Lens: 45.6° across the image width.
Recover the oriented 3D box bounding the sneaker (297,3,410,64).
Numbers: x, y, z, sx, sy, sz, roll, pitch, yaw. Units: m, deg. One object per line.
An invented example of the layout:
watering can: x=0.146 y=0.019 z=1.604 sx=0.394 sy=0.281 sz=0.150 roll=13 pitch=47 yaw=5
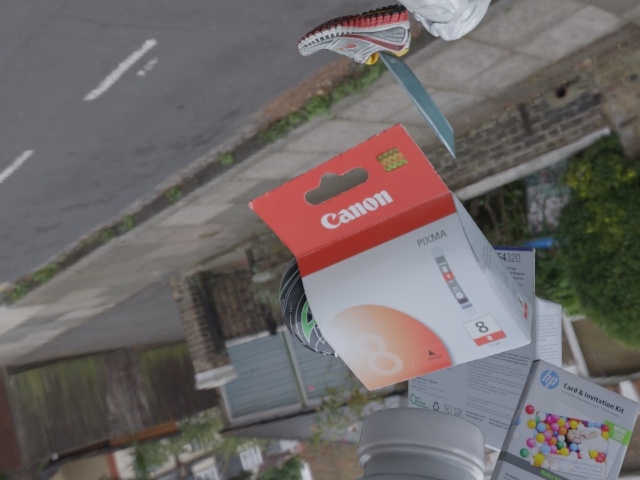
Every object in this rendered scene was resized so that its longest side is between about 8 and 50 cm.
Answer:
sneaker: x=0.057 y=-0.357 z=1.380 sx=0.225 sy=0.092 sz=0.088 roll=0 pitch=-151 yaw=33

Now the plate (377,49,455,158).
plate: x=0.144 y=-0.197 z=1.078 sx=0.024 sy=0.188 sz=0.188 roll=-36 pitch=169 yaw=12

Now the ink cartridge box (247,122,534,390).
ink cartridge box: x=0.048 y=0.022 z=0.548 sx=0.145 sy=0.179 sz=0.045 roll=-24 pitch=-152 yaw=33

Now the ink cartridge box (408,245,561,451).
ink cartridge box: x=0.265 y=0.170 z=1.277 sx=0.072 sy=0.329 sz=0.324 roll=0 pitch=-178 yaw=-29

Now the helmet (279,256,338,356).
helmet: x=0.016 y=0.088 z=1.153 sx=0.162 sy=0.169 sz=0.169 roll=-27 pitch=170 yaw=16

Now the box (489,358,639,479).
box: x=0.315 y=0.269 z=0.988 sx=0.145 sy=0.186 sz=0.038 roll=24 pitch=165 yaw=3

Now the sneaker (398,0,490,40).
sneaker: x=0.068 y=-0.351 z=0.896 sx=0.110 sy=0.292 sz=0.118 roll=-57 pitch=156 yaw=18

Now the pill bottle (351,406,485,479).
pill bottle: x=0.084 y=0.331 z=0.722 sx=0.177 sy=0.318 sz=0.176 roll=8 pitch=147 yaw=5
